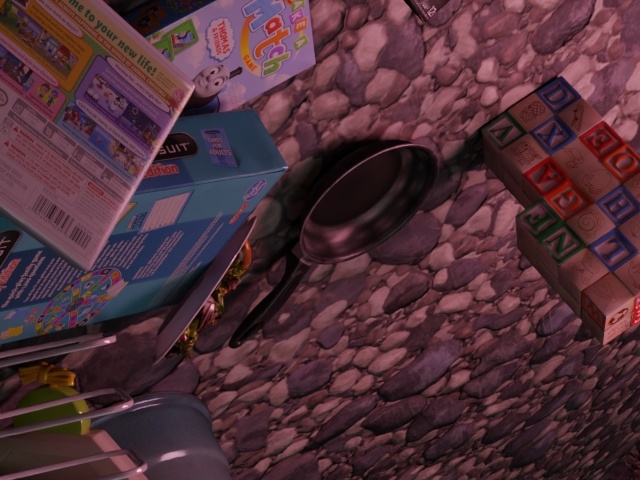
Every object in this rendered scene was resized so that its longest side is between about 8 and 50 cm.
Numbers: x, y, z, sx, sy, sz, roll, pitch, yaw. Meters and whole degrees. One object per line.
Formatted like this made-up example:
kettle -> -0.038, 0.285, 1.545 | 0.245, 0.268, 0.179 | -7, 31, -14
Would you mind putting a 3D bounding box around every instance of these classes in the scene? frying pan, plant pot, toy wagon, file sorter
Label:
frying pan -> 0.022, -0.003, 1.716 | 0.197, 0.053, 0.326 | -4, 138, -46
plant pot -> -0.201, 0.425, 1.780 | 0.341, 0.334, 0.341 | -28, 149, -19
toy wagon -> -0.299, 0.304, 1.599 | 0.068, 0.267, 0.344 | -24, 116, -77
file sorter -> -0.262, 0.234, 1.403 | 0.173, 0.277, 0.193 | -12, -179, -13

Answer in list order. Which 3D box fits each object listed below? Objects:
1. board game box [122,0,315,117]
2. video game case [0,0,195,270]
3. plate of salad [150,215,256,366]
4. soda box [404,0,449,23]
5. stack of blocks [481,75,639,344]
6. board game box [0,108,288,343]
board game box -> -0.107, -0.178, 1.332 | 0.211, 0.039, 0.160 | -31, 151, -14
video game case -> -0.219, -0.109, 1.154 | 0.212, 0.023, 0.193 | 41, 69, -38
plate of salad -> -0.120, 0.060, 1.551 | 0.200, 0.048, 0.200 | -53, -172, 10
soda box -> 0.083, -0.283, 1.383 | 0.060, 0.053, 0.169 | -42, 152, 4
stack of blocks -> 0.322, -0.041, 1.747 | 0.171, 0.297, 0.087 | -33, 153, -9
board game box -> -0.231, -0.005, 1.340 | 0.336, 0.079, 0.254 | -11, 153, -41
